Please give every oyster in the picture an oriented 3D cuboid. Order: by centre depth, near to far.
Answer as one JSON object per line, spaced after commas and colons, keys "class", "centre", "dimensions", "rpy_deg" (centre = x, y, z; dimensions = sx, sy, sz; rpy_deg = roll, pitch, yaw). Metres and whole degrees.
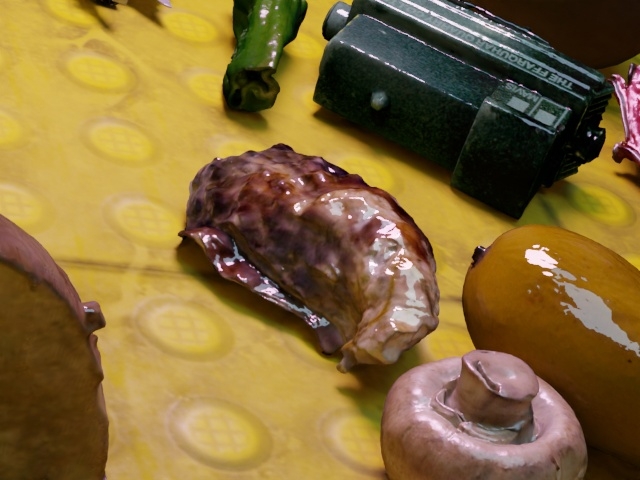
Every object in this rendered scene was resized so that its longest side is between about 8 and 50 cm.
{"class": "oyster", "centre": [0.000, -0.009, 1.547], "dimensions": [0.271, 0.100, 0.275], "rpy_deg": [10, 40, 17]}

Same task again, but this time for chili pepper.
{"class": "chili pepper", "centre": [-0.059, -0.223, 1.858], "dimensions": [0.083, 0.099, 0.253], "rpy_deg": [18, 32, -8]}

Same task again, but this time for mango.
{"class": "mango", "centre": [0.262, 0.109, 1.486], "dimensions": [0.331, 0.142, 0.195], "rpy_deg": [35, 21, 6]}

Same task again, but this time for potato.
{"class": "potato", "centre": [-0.238, 0.028, 1.209], "dimensions": [0.211, 0.264, 0.189], "rpy_deg": [2, 45, -20]}

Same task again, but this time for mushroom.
{"class": "mushroom", "centre": [0.128, 0.152, 1.361], "dimensions": [0.166, 0.127, 0.166], "rpy_deg": [14, 35, -10]}

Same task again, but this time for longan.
{"class": "longan", "centre": [0.280, -0.372, 2.115], "dimensions": [0.361, 0.361, 0.361], "rpy_deg": [16, 31, -10]}

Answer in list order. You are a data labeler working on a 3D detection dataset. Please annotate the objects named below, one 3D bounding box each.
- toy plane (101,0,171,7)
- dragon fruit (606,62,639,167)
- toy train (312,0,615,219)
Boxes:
{"class": "toy plane", "centre": [-0.238, -0.298, 1.898], "dimensions": [0.171, 0.065, 0.162], "rpy_deg": [14, 32, -8]}
{"class": "dragon fruit", "centre": [0.440, -0.088, 1.957], "dimensions": [0.274, 0.126, 0.161], "rpy_deg": [13, 65, 21]}
{"class": "toy train", "centre": [0.138, -0.155, 1.846], "dimensions": [0.330, 0.138, 0.178], "rpy_deg": [27, 35, 10]}
